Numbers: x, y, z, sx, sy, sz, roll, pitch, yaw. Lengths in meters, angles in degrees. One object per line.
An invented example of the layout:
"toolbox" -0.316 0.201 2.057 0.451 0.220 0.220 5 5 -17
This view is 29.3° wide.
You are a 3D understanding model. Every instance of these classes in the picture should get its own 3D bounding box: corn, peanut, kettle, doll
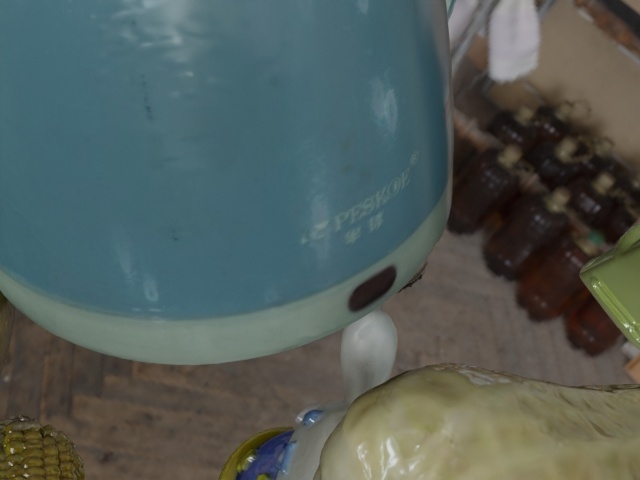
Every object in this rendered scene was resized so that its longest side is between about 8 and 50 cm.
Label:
"corn" -0.224 0.244 0.950 0.097 0.097 0.262 9 42 -25
"peanut" 0.149 0.151 0.693 0.313 0.152 0.152 9 48 -25
"kettle" -0.038 -0.165 0.554 0.319 0.342 0.247 -32 48 -28
"doll" 0.005 0.249 1.042 0.159 0.242 0.311 36 36 -16

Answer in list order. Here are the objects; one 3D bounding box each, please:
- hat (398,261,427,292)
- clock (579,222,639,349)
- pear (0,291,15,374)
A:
"hat" 0.000 0.000 1.151 0.193 0.082 0.193 -10 18 3
"clock" 0.405 -0.049 1.051 0.348 0.286 0.117 -38 86 -13
"pear" -0.299 0.039 0.680 0.283 0.283 0.283 17 45 -18
